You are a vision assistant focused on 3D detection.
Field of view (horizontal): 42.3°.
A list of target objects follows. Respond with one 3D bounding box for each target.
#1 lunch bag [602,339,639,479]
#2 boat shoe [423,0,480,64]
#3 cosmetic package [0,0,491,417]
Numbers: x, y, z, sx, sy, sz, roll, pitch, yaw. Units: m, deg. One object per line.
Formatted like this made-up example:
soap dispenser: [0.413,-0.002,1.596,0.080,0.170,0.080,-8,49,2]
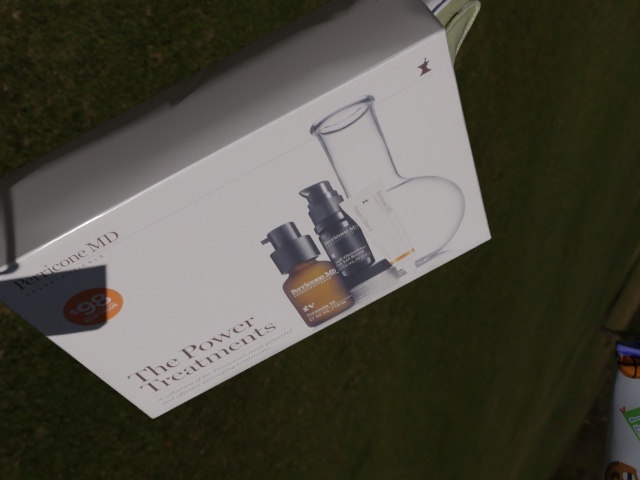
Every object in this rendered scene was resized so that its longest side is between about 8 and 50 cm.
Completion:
lunch bag: [0.526,0.291,0.926,0.239,0.386,0.327,7,90,-58]
boat shoe: [0.107,-0.176,0.965,0.302,0.094,0.109,-55,160,-3]
cosmetic package: [-0.054,-0.017,0.709,0.377,0.097,0.284,-29,142,1]
